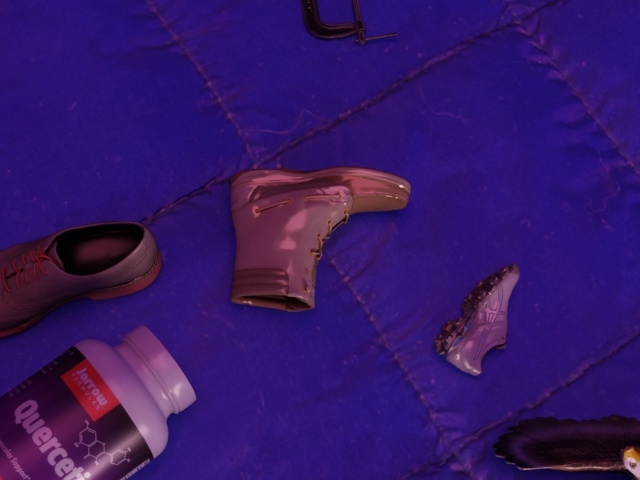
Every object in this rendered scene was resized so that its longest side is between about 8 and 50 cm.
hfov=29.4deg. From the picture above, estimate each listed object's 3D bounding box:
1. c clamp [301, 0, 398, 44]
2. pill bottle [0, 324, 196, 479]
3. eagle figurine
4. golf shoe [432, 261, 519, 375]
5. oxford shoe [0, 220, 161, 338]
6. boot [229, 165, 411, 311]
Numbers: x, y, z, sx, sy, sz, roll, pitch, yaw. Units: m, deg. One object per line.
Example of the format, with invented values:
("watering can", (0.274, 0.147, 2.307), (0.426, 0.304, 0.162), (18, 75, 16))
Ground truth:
("c clamp", (0.036, -0.375, 1.931), (0.137, 0.022, 0.160), (-13, 71, -4))
("pill bottle", (-0.325, 0.250, 1.559), (0.323, 0.181, 0.181), (-36, 75, -16))
("eagle figurine", (0.404, 0.313, 1.608), (0.298, 0.225, 0.226), (-26, 24, 17))
("golf shoe", (0.238, 0.113, 1.730), (0.086, 0.069, 0.176), (43, 73, -8))
("oxford shoe", (-0.393, 0.039, 1.669), (0.348, 0.130, 0.123), (-20, 70, -12))
("boot", (0.000, 0.000, 1.731), (0.262, 0.095, 0.203), (0, 67, -2))
